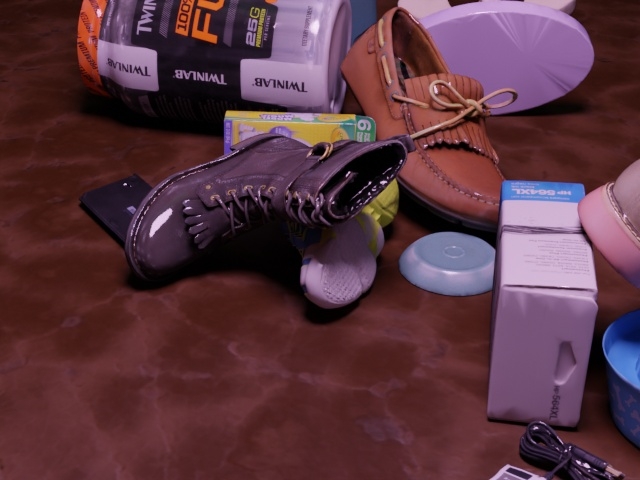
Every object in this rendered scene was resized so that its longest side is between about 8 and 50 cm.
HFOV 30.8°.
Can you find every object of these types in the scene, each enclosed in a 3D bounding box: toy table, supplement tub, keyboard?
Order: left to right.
[{"bbox_3d":[-0.194,-0.028,1.338,0.108,0.023,0.180,-23,38,-26],"label":"keyboard"},{"bbox_3d":[-0.138,-0.259,1.557,0.338,0.207,0.207,6,30,9],"label":"supplement tub"},{"bbox_3d":[0.232,-0.293,1.624,0.274,0.252,0.160,6,45,-4],"label":"toy table"}]

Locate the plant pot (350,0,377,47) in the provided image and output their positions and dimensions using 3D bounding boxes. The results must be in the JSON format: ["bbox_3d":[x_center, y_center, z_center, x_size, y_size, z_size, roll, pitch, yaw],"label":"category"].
[{"bbox_3d":[-0.017,-0.398,1.776,0.166,0.234,0.165,18,33,27],"label":"plant pot"}]

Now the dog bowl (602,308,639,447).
[{"bbox_3d":[0.368,0.159,0.986,0.166,0.074,0.297,-18,36,-30],"label":"dog bowl"}]

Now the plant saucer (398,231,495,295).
[{"bbox_3d":[0.145,0.020,1.268,0.119,0.021,0.119,2,30,-1],"label":"plant saucer"}]

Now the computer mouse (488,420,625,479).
[{"bbox_3d":[0.158,0.211,0.919,0.106,0.042,0.193,31,35,33],"label":"computer mouse"}]

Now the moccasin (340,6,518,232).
[{"bbox_3d":[0.145,-0.153,1.403,0.139,0.147,0.380,15,34,-27],"label":"moccasin"}]

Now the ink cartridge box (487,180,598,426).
[{"bbox_3d":[0.204,0.053,1.085,0.086,0.148,0.203,5,29,8],"label":"ink cartridge box"}]

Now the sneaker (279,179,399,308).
[{"bbox_3d":[0.000,0.000,1.257,0.126,0.091,0.240,-6,25,26],"label":"sneaker"}]

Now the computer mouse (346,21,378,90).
[{"bbox_3d":[0.056,-0.267,1.744,0.041,0.071,0.242,-26,11,44],"label":"computer mouse"}]

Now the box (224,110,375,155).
[{"bbox_3d":[-0.024,-0.098,1.381,0.179,0.105,0.043,0,24,-2],"label":"box"}]

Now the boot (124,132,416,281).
[{"bbox_3d":[-0.056,-0.041,1.182,0.263,0.091,0.229,-40,26,-24],"label":"boot"}]

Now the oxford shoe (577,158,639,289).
[{"bbox_3d":[0.407,-0.023,1.130,0.397,0.146,0.140,-1,53,-52],"label":"oxford shoe"}]
